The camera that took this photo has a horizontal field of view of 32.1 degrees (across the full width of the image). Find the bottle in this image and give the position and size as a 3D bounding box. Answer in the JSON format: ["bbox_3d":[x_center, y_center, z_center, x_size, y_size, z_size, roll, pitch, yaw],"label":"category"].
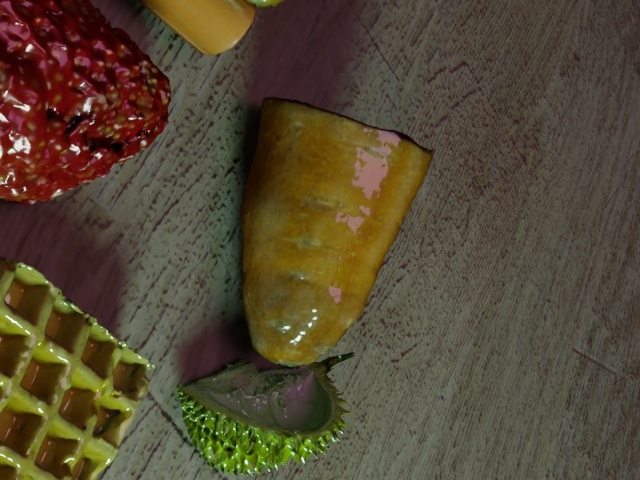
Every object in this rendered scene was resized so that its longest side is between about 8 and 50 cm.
[{"bbox_3d":[-0.131,-0.220,0.859,0.187,0.069,0.069,39,59,-42],"label":"bottle"}]

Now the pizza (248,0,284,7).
[{"bbox_3d":[-0.085,-0.279,0.889,0.199,0.062,0.188,42,16,-25],"label":"pizza"}]

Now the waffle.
[{"bbox_3d":[-0.214,0.136,0.746,0.160,0.055,0.210,49,53,-40],"label":"waffle"}]

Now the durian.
[{"bbox_3d":[-0.034,0.147,0.965,0.215,0.086,0.100,-3,77,-50],"label":"durian"}]

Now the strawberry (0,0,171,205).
[{"bbox_3d":[-0.180,-0.092,0.765,0.228,0.098,0.174,29,67,-47],"label":"strawberry"}]

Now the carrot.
[{"bbox_3d":[0.000,0.000,0.967,0.159,0.159,0.225,18,84,-50],"label":"carrot"}]
